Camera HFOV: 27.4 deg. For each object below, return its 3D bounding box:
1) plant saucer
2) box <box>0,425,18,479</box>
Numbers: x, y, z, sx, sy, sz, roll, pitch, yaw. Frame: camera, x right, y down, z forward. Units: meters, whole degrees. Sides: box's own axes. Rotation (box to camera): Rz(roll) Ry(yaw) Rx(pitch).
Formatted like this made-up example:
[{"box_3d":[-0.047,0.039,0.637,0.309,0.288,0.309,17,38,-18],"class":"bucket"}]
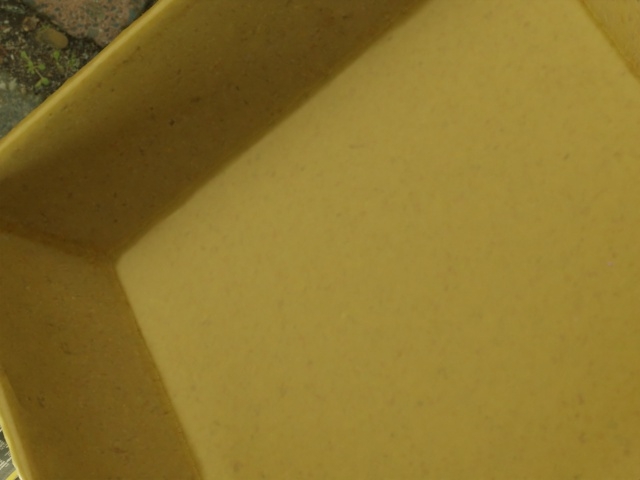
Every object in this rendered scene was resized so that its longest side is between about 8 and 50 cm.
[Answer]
[{"box_3d":[0.031,0.021,0.500,0.333,0.081,0.333,-38,57,16],"class":"plant saucer"},{"box_3d":[-0.271,0.097,1.448,0.322,0.079,0.257,-42,24,38],"class":"box"}]
